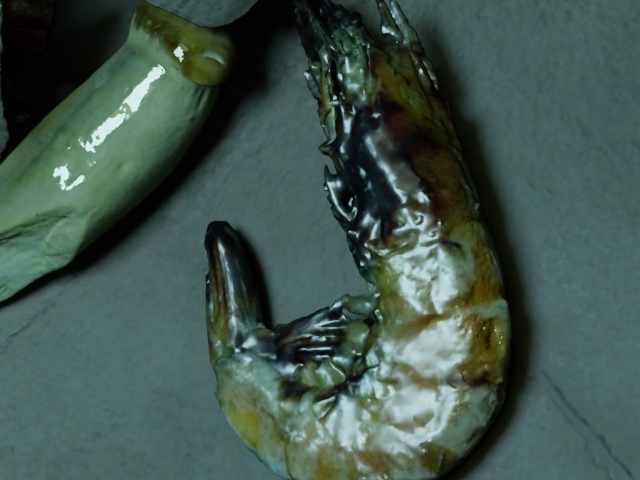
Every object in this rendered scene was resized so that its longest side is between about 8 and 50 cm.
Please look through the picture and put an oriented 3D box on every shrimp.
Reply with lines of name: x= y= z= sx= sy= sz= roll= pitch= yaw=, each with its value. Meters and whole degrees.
shrimp: x=0.000 y=0.000 z=0.961 sx=0.233 sy=0.071 sz=0.365 roll=-27 pitch=68 yaw=23

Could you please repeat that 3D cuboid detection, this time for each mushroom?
mushroom: x=-0.188 y=-0.044 z=1.057 sx=0.333 sy=0.087 sz=0.107 roll=-45 pitch=43 yaw=10

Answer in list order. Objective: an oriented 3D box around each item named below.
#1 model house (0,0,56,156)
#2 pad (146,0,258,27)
model house: x=-0.352 y=-0.166 z=1.131 sx=0.297 sy=0.317 sz=0.282 roll=2 pitch=47 yaw=-8
pad: x=0.001 y=-0.246 z=0.997 sx=0.323 sy=0.055 sz=0.250 roll=18 pitch=61 yaw=48
